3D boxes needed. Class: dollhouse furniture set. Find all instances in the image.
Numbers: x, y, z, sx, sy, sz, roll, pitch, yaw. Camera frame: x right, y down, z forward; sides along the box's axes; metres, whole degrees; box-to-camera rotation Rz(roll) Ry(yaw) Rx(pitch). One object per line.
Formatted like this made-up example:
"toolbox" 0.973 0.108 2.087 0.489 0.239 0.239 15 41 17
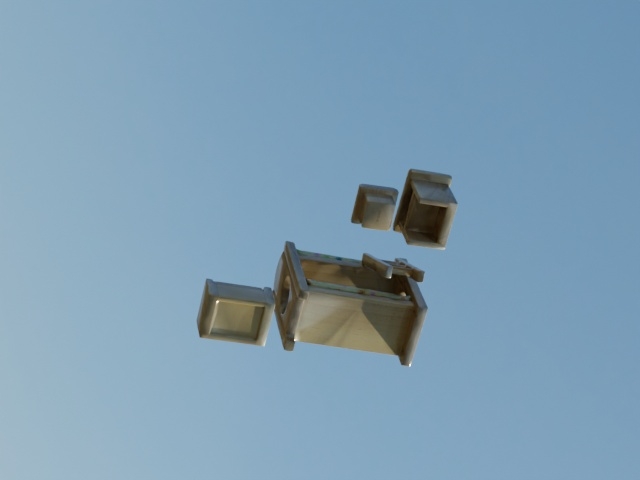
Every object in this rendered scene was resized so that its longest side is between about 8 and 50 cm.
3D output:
"dollhouse furniture set" 0.000 0.000 1.352 0.101 0.181 0.161 -109 -149 -62
